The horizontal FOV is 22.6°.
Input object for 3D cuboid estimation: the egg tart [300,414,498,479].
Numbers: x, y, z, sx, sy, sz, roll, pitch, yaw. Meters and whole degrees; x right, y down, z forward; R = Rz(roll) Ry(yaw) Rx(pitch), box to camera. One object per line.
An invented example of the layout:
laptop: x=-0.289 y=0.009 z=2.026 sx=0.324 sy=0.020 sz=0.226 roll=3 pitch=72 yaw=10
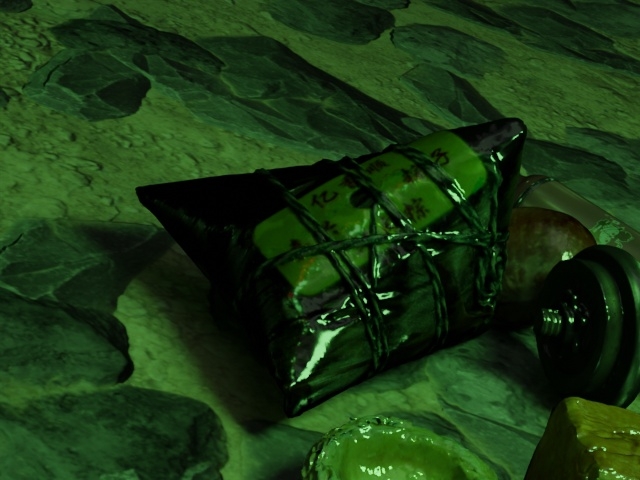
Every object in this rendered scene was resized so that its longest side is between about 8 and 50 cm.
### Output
egg tart: x=0.069 y=0.237 z=1.410 sx=0.197 sy=0.078 sz=0.197 roll=13 pitch=27 yaw=-7

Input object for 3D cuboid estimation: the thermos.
thermos: x=0.311 y=0.012 z=2.016 sx=0.330 sy=0.136 sz=0.109 roll=37 pitch=3 yaw=35

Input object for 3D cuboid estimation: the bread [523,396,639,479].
bread: x=0.263 y=0.240 z=1.443 sx=0.149 sy=0.158 sz=0.143 roll=10 pitch=27 yaw=-7

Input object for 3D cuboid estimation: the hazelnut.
hazelnut: x=0.249 y=0.032 z=1.867 sx=0.154 sy=0.143 sz=0.143 roll=-9 pitch=15 yaw=24

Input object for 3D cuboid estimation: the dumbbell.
dumbbell: x=0.362 y=0.104 z=1.742 sx=0.290 sy=0.192 sz=0.192 roll=7 pitch=27 yaw=-23

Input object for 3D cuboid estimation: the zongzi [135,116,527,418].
zongzi: x=0.000 y=0.000 z=1.690 sx=0.383 sy=0.319 sz=0.362 roll=-26 pitch=51 yaw=-32
